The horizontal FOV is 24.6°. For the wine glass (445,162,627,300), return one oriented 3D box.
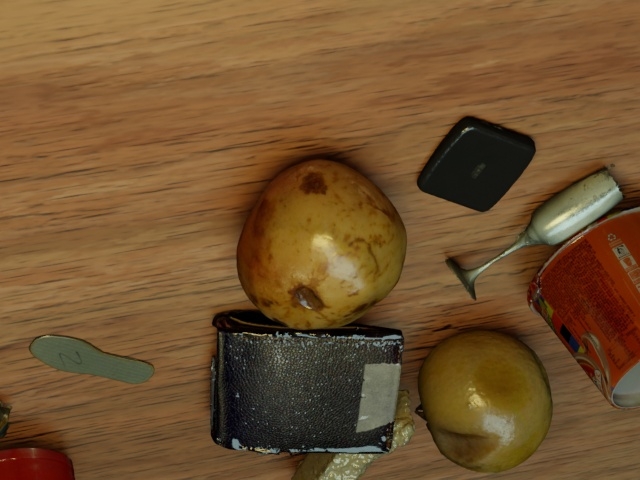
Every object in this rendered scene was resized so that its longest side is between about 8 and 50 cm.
[{"bbox_3d":[0.300,-0.015,2.003,0.262,0.074,0.074,-33,134,10],"label":"wine glass"}]

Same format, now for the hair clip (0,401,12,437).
[{"bbox_3d":[-0.575,0.214,1.925,0.359,0.095,0.110,18,158,-22],"label":"hair clip"}]

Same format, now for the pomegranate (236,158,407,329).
[{"bbox_3d":[0.000,0.000,1.829,0.215,0.215,0.215,-10,134,-10],"label":"pomegranate"}]

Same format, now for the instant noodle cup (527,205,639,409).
[{"bbox_3d":[0.436,0.101,2.031,0.250,0.192,0.250,-20,148,-13],"label":"instant noodle cup"}]

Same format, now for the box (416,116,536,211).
[{"bbox_3d":[0.201,-0.100,1.918,0.125,0.027,0.126,18,126,-29],"label":"box"}]

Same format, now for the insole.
[{"bbox_3d":[-0.311,0.165,2.003,0.188,0.004,0.064,19,125,-32],"label":"insole"}]

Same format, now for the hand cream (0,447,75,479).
[{"bbox_3d":[-0.431,0.380,2.051,0.193,0.125,0.193,-9,152,-5],"label":"hand cream"}]

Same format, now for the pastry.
[{"bbox_3d":[0.042,0.316,2.187,0.089,0.121,0.258,21,123,-28],"label":"pastry"}]

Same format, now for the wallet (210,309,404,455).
[{"bbox_3d":[-0.022,0.199,2.047,0.262,0.071,0.221,5,123,1],"label":"wallet"}]

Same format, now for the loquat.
[{"bbox_3d":[0.234,0.234,2.124,0.213,0.213,0.213,-10,134,-10],"label":"loquat"}]
